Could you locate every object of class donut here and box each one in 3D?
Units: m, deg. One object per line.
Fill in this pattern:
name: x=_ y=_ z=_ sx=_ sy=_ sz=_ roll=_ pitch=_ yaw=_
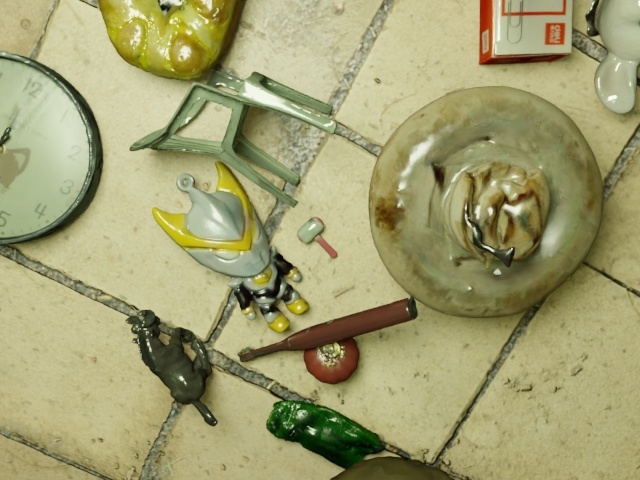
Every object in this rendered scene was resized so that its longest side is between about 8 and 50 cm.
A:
donut: x=-0.230 y=-0.391 z=0.892 sx=0.208 sy=0.128 sz=0.262 roll=25 pitch=98 yaw=-2

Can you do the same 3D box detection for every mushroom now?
mushroom: x=0.254 y=-0.051 z=0.854 sx=0.362 sy=0.294 sz=0.363 roll=0 pitch=99 yaw=2

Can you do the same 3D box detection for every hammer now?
hammer: x=0.000 y=0.000 z=1.001 sx=0.052 sy=0.031 sz=0.083 roll=-42 pitch=102 yaw=10

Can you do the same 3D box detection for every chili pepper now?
chili pepper: x=0.010 y=0.360 z=1.040 sx=0.224 sy=0.061 sz=0.098 roll=24 pitch=98 yaw=-2

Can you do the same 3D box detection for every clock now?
clock: x=-0.534 y=-0.150 z=0.930 sx=0.324 sy=0.067 sz=0.325 roll=-1 pitch=97 yaw=-12

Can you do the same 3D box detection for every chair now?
chair: x=-0.137 y=-0.175 z=0.892 sx=0.274 sy=0.203 sz=0.191 roll=25 pitch=110 yaw=-8

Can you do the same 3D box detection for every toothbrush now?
toothbrush: x=0.000 y=0.160 z=0.955 sx=0.363 sy=0.041 sz=0.041 roll=-21 pitch=99 yaw=30

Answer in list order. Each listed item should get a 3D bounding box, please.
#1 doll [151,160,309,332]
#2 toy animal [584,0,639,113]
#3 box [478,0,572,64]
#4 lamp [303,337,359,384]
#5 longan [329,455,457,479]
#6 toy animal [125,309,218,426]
doll: x=-0.146 y=0.018 z=0.970 sx=0.145 sy=0.103 sz=0.316 roll=-36 pitch=102 yaw=1
toy animal: x=0.531 y=-0.377 z=0.880 sx=0.208 sy=0.154 sz=0.326 roll=-14 pitch=121 yaw=-18
box: x=0.329 y=-0.382 z=0.902 sx=0.133 sy=0.099 sz=0.182 roll=0 pitch=99 yaw=-1
lamp: x=0.019 y=0.205 z=1.001 sx=0.101 sy=0.090 sz=0.101 roll=-1 pitch=63 yaw=2
longan: x=0.109 y=0.584 z=0.912 sx=0.436 sy=0.404 sz=0.404 roll=-45 pitch=96 yaw=5
toy animal: x=-0.257 y=0.221 z=0.976 sx=0.084 sy=0.148 sz=0.233 roll=-30 pitch=97 yaw=6
